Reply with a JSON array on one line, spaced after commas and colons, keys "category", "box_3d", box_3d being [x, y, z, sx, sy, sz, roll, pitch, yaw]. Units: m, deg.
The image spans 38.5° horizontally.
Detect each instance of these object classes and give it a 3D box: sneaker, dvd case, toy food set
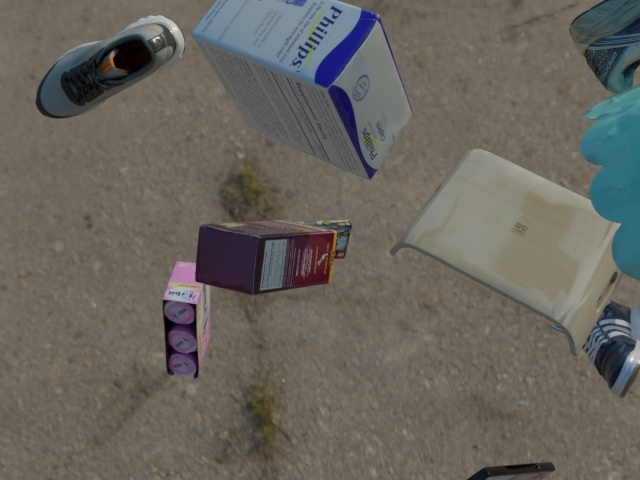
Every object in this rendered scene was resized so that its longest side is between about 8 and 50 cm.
[{"category": "sneaker", "box_3d": [0.454, -0.276, 1.124, 0.110, 0.283, 0.122, -15, 81, -47]}, {"category": "sneaker", "box_3d": [-0.346, -0.269, 1.441, 0.271, 0.100, 0.108, -24, 16, 21]}, {"category": "dvd case", "box_3d": [0.325, 0.485, 1.768, 0.180, 0.253, 0.022, -44, 55, 28]}, {"category": "sneaker", "box_3d": [0.484, 0.171, 1.610, 0.153, 0.099, 0.282, 26, 24, 10]}, {"category": "toy food set", "box_3d": [0.284, 0.011, 1.346, 0.306, 0.092, 0.220, 28, 59, 20]}]

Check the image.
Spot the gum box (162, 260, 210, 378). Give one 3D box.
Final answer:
[{"category": "gum box", "box_3d": [-0.236, 0.145, 1.624, 0.062, 0.188, 0.107, 6, 37, 2]}]

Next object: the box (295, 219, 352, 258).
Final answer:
[{"category": "box", "box_3d": [0.000, 0.000, 2.137, 0.137, 0.094, 0.027, -3, 34, -24]}]

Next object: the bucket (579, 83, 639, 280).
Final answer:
[{"category": "bucket", "box_3d": [0.400, -0.052, 0.872, 0.183, 0.281, 0.281, -27, 35, 39]}]

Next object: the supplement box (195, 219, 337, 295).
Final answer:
[{"category": "supplement box", "box_3d": [-0.072, 0.020, 1.268, 0.104, 0.081, 0.188, 11, 9, 33]}]

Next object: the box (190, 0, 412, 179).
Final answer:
[{"category": "box", "box_3d": [-0.011, -0.129, 0.720, 0.137, 0.126, 0.072, 27, 74, 29]}]
